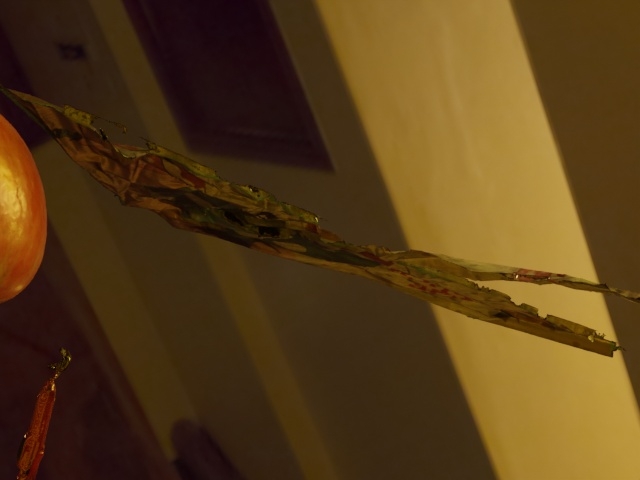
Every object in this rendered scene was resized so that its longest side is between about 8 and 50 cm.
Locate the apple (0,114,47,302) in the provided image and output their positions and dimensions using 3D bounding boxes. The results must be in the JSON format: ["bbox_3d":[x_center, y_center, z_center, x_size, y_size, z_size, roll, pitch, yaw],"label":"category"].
[{"bbox_3d":[-0.395,-0.047,1.472,0.163,0.251,0.293,-13,174,-41],"label":"apple"}]

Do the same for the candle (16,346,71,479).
[{"bbox_3d":[-0.279,0.177,1.346,0.026,0.167,0.021,7,-149,-24],"label":"candle"}]

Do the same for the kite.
[{"bbox_3d":[0.000,0.001,0.638,0.368,0.406,0.014,10,-100,52],"label":"kite"}]
